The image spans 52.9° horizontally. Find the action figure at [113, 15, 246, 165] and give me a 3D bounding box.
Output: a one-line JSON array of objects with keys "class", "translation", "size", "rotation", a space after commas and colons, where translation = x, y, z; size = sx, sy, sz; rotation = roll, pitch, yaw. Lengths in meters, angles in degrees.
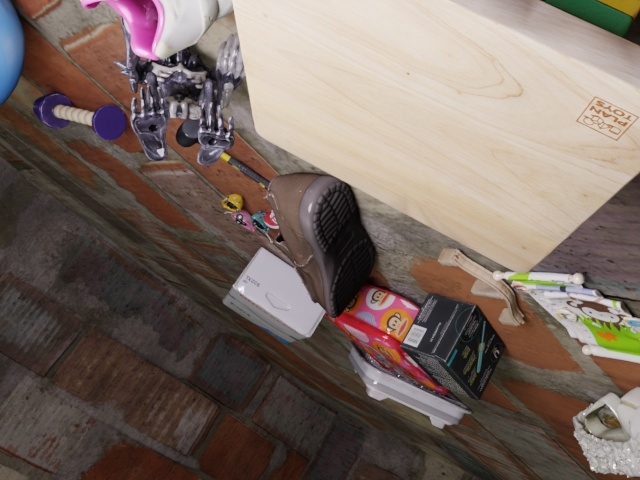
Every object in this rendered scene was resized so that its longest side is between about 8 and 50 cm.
[{"class": "action figure", "translation": [-0.164, -0.206, 0.780], "size": [0.164, 0.140, 0.275], "rotation": [8, -145, -21]}]

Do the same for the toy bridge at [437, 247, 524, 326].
[{"class": "toy bridge", "translation": [0.261, 0.076, 0.988], "size": [0.188, 0.026, 0.063], "rotation": [41, 160, -25]}]

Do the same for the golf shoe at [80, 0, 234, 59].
[{"class": "golf shoe", "translation": [-0.203, -0.303, 0.590], "size": [0.115, 0.140, 0.306], "rotation": [13, 153, 51]}]

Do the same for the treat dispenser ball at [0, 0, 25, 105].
[{"class": "treat dispenser ball", "translation": [-0.627, -0.321, 1.022], "size": [0.288, 0.288, 0.288], "rotation": [30, 162, 10]}]

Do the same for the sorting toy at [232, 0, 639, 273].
[{"class": "sorting toy", "translation": [0.077, -0.108, 0.436], "size": [0.257, 0.089, 0.255], "rotation": [29, 163, 9]}]

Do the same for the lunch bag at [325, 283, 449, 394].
[{"class": "lunch bag", "translation": [0.149, 0.198, 1.374], "size": [0.258, 0.120, 0.293], "rotation": [20, 161, 48]}]

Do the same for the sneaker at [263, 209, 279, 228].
[{"class": "sneaker", "translation": [-0.078, -0.054, 1.199], "size": [0.119, 0.042, 0.067], "rotation": [2, 150, 45]}]

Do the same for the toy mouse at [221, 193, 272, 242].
[{"class": "toy mouse", "translation": [-0.145, -0.048, 1.346], "size": [0.143, 0.031, 0.161], "rotation": [40, 162, -20]}]

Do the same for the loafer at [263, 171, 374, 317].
[{"class": "loafer", "translation": [0.000, 0.000, 1.100], "size": [0.130, 0.134, 0.365], "rotation": [29, 153, 27]}]

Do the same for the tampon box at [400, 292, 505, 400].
[{"class": "tampon box", "translation": [0.244, 0.194, 1.174], "size": [0.102, 0.120, 0.161], "rotation": [14, 154, 45]}]

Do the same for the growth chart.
[{"class": "growth chart", "translation": [0.374, 0.108, 0.892], "size": [0.237, 0.021, 0.172], "rotation": [38, 161, -19]}]

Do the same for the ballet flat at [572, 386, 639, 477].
[{"class": "ballet flat", "translation": [0.508, 0.307, 1.033], "size": [0.147, 0.147, 0.409], "rotation": [30, 162, 9]}]

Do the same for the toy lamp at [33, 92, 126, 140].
[{"class": "toy lamp", "translation": [-0.512, -0.260, 1.336], "size": [0.275, 0.080, 0.080], "rotation": [19, 158, 40]}]

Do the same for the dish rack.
[{"class": "dish rack", "translation": [0.200, 0.356, 1.585], "size": [0.286, 0.072, 0.333], "rotation": [25, -179, -6]}]

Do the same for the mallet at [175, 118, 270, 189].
[{"class": "mallet", "translation": [-0.164, -0.148, 1.119], "size": [0.190, 0.039, 0.062], "rotation": [31, 161, -9]}]

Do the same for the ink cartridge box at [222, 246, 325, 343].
[{"class": "ink cartridge box", "translation": [-0.119, 0.154, 1.681], "size": [0.223, 0.129, 0.307], "rotation": [34, 163, -4]}]
